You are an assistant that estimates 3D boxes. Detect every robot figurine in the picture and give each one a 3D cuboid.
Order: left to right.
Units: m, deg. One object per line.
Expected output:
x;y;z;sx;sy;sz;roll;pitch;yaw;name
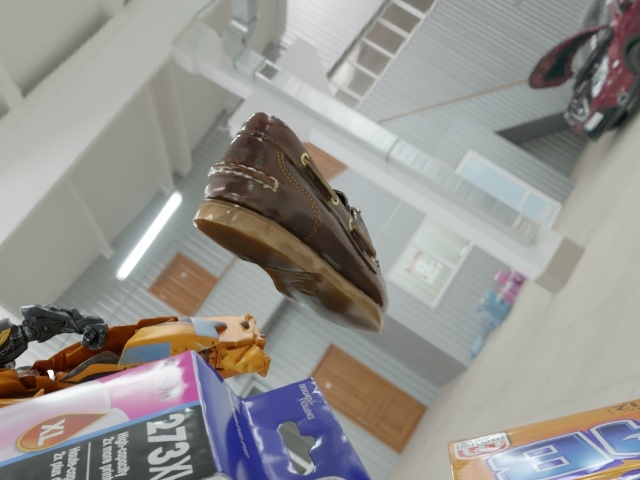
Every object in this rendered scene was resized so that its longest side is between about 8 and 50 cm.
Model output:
-0.200;0.153;0.698;0.291;0.085;0.211;-4;-60;-27;robot figurine

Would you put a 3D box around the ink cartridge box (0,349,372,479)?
-0.163;0.158;0.466;0.176;0.370;0.069;-136;34;-69;ink cartridge box

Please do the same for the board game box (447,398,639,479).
0.321;0.333;0.551;0.356;0.357;0.356;-16;-1;7;board game box

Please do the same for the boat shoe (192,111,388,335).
0.000;0.000;0.454;0.207;0.073;0.073;50;-125;-59;boat shoe
